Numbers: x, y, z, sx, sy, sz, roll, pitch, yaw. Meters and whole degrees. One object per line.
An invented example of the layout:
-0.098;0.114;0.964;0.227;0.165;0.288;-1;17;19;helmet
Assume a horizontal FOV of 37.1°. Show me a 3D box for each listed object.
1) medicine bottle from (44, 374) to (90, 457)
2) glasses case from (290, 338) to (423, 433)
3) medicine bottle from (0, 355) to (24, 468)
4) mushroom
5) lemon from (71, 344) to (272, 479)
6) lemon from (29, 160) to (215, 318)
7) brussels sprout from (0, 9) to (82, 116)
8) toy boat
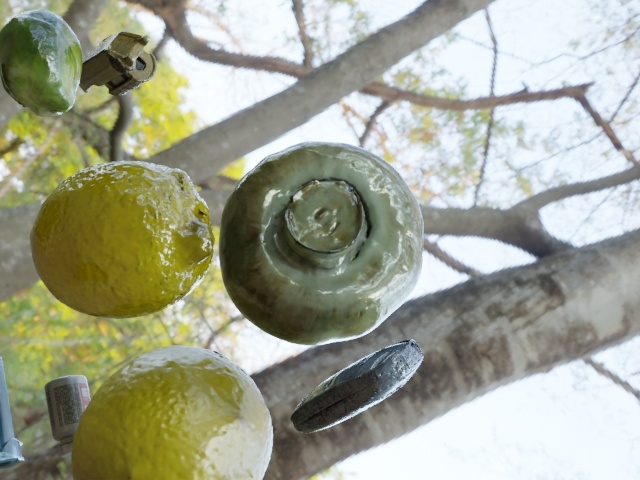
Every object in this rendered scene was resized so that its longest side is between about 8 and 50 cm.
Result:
-0.462;0.327;1.770;0.079;0.079;0.140;129;-51;-59;medicine bottle
0.049;0.215;1.382;0.067;0.109;0.282;54;-38;5;glasses case
-0.626;0.313;1.794;0.124;0.079;0.259;-168;-112;-88;medicine bottle
0.000;0.000;1.550;0.352;0.352;0.260;51;-17;17;mushroom
-0.240;0.335;1.556;0.336;0.336;0.336;38;-36;35;lemon
-0.296;-0.001;1.459;0.319;0.245;0.245;-2;-63;27;lemon
-0.411;-0.260;1.391;0.155;0.117;0.155;-173;-90;-86;brussels sprout
-0.329;-0.274;1.525;0.088;0.068;0.226;41;-26;-23;toy boat
